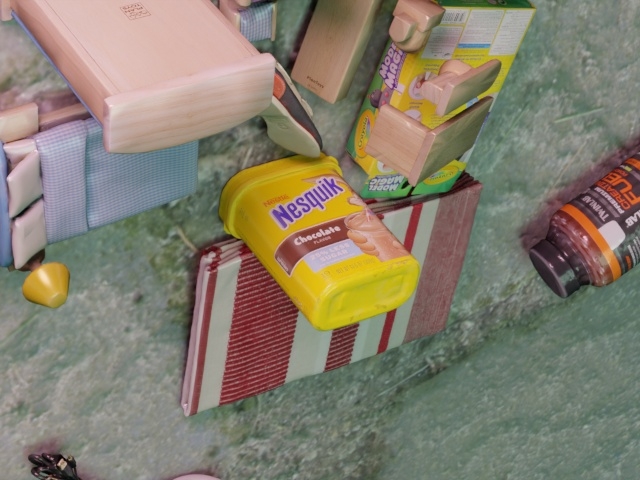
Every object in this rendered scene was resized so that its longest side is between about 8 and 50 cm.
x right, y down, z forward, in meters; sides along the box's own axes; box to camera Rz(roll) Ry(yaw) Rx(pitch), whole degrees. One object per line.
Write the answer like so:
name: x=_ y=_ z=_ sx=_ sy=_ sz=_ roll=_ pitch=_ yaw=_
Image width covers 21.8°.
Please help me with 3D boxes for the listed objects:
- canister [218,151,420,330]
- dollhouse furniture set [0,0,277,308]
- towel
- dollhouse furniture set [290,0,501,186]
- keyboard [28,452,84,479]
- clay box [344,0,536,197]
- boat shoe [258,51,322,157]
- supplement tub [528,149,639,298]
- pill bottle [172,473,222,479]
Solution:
canister: x=0.000 y=0.000 z=1.566 sx=0.126 sy=0.170 sz=0.073 roll=-17 pitch=137 yaw=-29
dollhouse furniture set: x=-0.115 y=-0.075 z=1.366 sx=0.286 sy=0.198 sz=0.303 roll=-19 pitch=139 yaw=-26
towel: x=0.010 y=0.056 z=1.747 sx=0.329 sy=0.037 sz=0.237 roll=-17 pitch=139 yaw=-26
dollhouse furniture set: x=0.077 y=-0.163 z=1.519 sx=0.123 sy=0.151 sz=0.144 roll=-33 pitch=150 yaw=-53
keyboard: x=-0.297 y=0.305 z=1.735 sx=0.201 sy=0.033 sz=0.317 roll=-37 pitch=145 yaw=5
clay box: x=0.109 y=-0.144 z=1.613 sx=0.127 sy=0.053 sz=0.222 roll=-4 pitch=131 yaw=-37
boat shoe: x=-0.031 y=-0.120 z=1.523 sx=0.137 sy=0.049 sz=0.043 roll=47 pitch=53 yaw=-53
supplement tub: x=0.335 y=-0.018 z=1.896 sx=0.198 sy=0.106 sz=0.106 roll=-36 pitch=143 yaw=-7
pill bottle: x=-0.149 y=0.359 z=1.855 sx=0.108 sy=0.108 sz=0.180 roll=-9 pitch=134 yaw=-35
